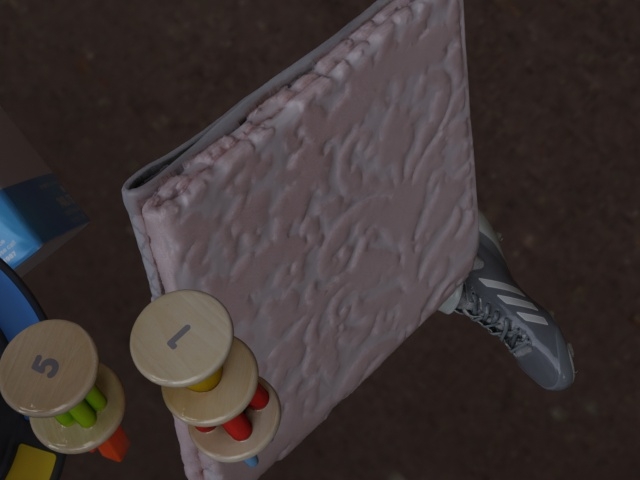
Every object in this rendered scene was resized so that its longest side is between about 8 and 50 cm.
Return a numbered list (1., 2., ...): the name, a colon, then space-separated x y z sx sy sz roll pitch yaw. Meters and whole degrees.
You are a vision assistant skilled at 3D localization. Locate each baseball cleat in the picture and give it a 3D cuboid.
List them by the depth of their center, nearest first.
1. baseball cleat: 0.158 0.067 1.603 0.206 0.109 0.072 58 144 10

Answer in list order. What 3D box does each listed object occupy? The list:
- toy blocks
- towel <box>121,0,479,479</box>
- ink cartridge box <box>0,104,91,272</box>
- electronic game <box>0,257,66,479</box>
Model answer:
1. toy blocks: -0.087 0.089 0.883 0.148 0.123 0.054 66 -167 -59
2. towel: 0.000 0.000 1.256 0.053 0.332 0.317 27 142 33
3. ink cartridge box: -0.377 -0.055 1.484 0.270 0.198 0.197 53 -172 -2
4. electronic game: -0.248 0.093 0.960 0.229 0.229 0.048 52 145 -12
